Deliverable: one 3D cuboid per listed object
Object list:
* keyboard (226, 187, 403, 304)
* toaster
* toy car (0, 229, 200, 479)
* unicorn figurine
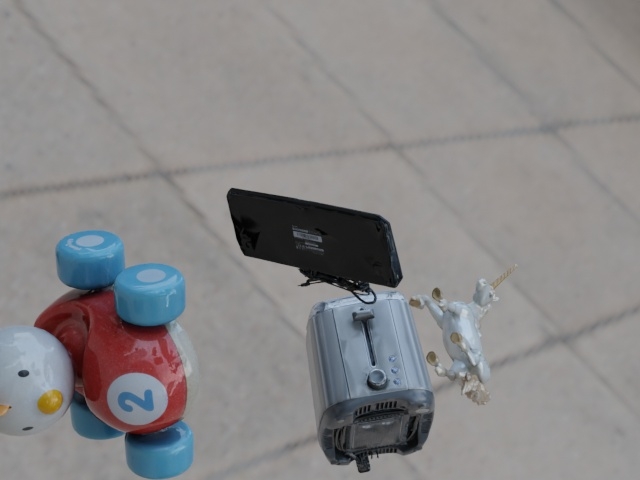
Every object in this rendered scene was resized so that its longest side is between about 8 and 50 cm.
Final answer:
[{"bbox_3d":[0.000,0.000,1.808,0.192,0.100,0.038,13,35,37],"label":"keyboard"},{"bbox_3d":[0.051,0.151,2.110,0.227,0.129,0.146,88,-8,-66],"label":"toaster"},{"bbox_3d":[-0.266,0.141,1.944,0.238,0.219,0.210,-20,31,-34],"label":"toy car"},{"bbox_3d":[0.134,0.084,1.811,0.111,0.060,0.162,32,52,-49],"label":"unicorn figurine"}]
